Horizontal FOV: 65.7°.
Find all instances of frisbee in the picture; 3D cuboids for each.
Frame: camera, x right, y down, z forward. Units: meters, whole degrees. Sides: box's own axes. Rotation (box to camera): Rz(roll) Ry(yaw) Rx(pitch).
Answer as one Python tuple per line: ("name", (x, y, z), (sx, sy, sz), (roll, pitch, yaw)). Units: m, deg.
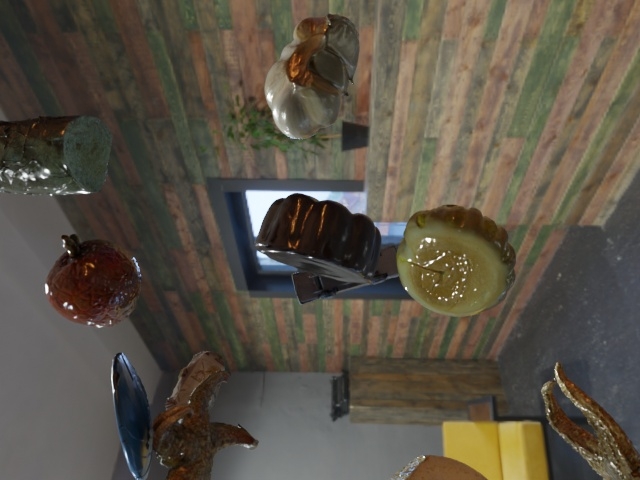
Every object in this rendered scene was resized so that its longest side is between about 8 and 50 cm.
("frisbee", (-0.351, 0.332, 0.951), (0.242, 0.045, 0.242), (168, 90, -76))

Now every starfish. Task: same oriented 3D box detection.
("starfish", (0.416, 0.322, 0.657), (0.302, 0.060, 0.299), (-133, 21, -66))
("starfish", (-0.237, 0.431, 0.990), (0.303, 0.113, 0.311), (9, -96, -68))

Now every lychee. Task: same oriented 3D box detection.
("lychee", (-0.612, 0.105, 1.329), (0.300, 0.255, 0.255), (56, -158, -32))

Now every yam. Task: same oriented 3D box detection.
("yam", (-0.699, -0.217, 1.231), (0.201, 0.272, 0.202), (53, -144, -76))

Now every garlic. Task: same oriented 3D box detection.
("garlic", (-0.023, -0.364, 1.139), (0.203, 0.185, 0.280), (28, -107, -54))

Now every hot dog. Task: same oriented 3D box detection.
("hot dog", (-0.276, 0.328, 1.123), (0.053, 0.099, 0.192), (-44, 17, 36))

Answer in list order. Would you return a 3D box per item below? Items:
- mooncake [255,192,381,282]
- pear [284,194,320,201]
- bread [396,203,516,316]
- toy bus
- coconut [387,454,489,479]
("mooncake", (0.000, 0.000, 1.206), (0.306, 0.306, 0.154), (80, -156, -75))
("pear", (-0.074, -0.061, 1.769), (0.212, 0.269, 0.212), (-13, -73, -47))
("bread", (0.229, 0.033, 0.837), (0.104, 0.213, 0.213), (-49, -33, -46))
("toy bus", (0.080, 0.109, 1.512), (0.136, 0.330, 0.109), (105, 149, -77))
("coconut", (0.207, 0.562, 0.881), (0.297, 0.298, 0.254), (-84, -2, -65))
